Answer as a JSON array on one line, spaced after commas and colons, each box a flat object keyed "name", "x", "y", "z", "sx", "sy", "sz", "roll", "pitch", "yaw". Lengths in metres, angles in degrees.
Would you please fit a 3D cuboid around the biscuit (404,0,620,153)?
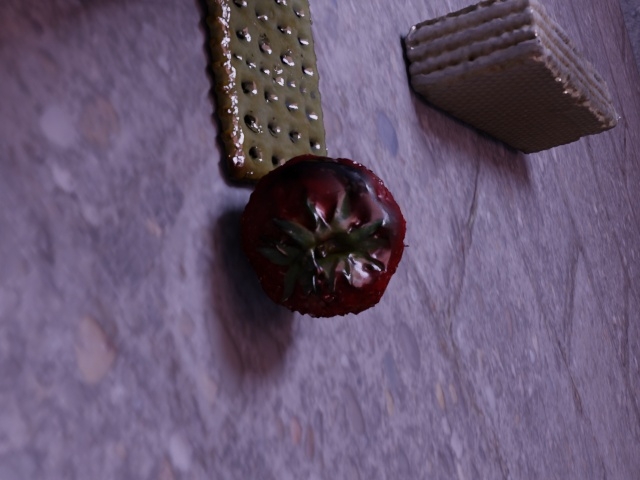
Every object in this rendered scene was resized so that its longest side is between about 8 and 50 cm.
[{"name": "biscuit", "x": 0.235, "y": -0.174, "z": 1.058, "sx": 0.426, "sy": 0.144, "sz": 0.078, "roll": 8, "pitch": 71, "yaw": -64}]

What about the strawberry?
[{"name": "strawberry", "x": 0.001, "y": 0.000, "z": 0.557, "sx": 0.106, "sy": 0.106, "sz": 0.106, "roll": 38, "pitch": 46, "yaw": -54}]

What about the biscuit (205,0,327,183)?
[{"name": "biscuit", "x": -0.034, "y": -0.129, "z": 0.624, "sx": 0.144, "sy": 0.016, "sz": 0.203, "roll": 13, "pitch": 67, "yaw": -62}]
